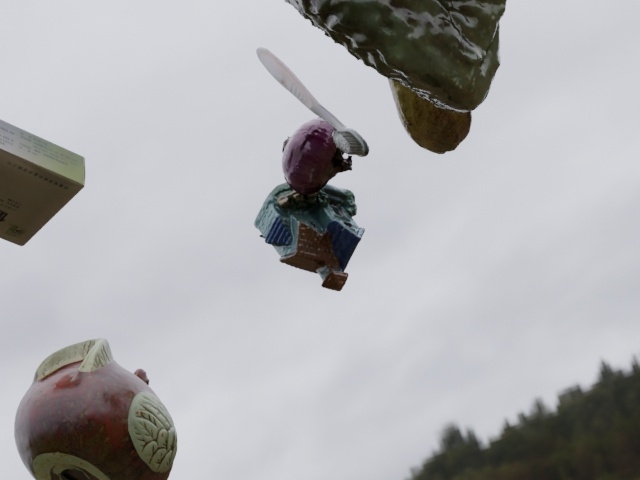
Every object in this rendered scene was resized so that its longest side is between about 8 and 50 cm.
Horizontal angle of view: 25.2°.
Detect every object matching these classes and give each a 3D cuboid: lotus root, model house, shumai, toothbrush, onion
[{"bbox_3d":[0.159,-0.232,2.151,0.110,0.097,0.258,-20,-56,5],"label":"lotus root"},{"bbox_3d":[0.000,0.000,2.061,0.148,0.149,0.119,15,-61,-38],"label":"model house"},{"bbox_3d":[0.123,-0.364,1.704,0.324,0.397,0.323,29,-75,-25],"label":"shumai"},{"bbox_3d":[-0.021,-0.187,1.878,0.029,0.307,0.025,-1,-59,-32],"label":"toothbrush"},{"bbox_3d":[-0.004,-0.117,2.012,0.104,0.115,0.115,14,-16,10],"label":"onion"}]

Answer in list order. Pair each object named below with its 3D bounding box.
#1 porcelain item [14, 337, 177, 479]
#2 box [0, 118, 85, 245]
[{"bbox_3d":[-0.307,0.258,2.041,0.253,0.253,0.253,-16,-19,-6],"label":"porcelain item"},{"bbox_3d":[-0.493,-0.101,2.053,0.260,0.062,0.175,24,-47,-34],"label":"box"}]
